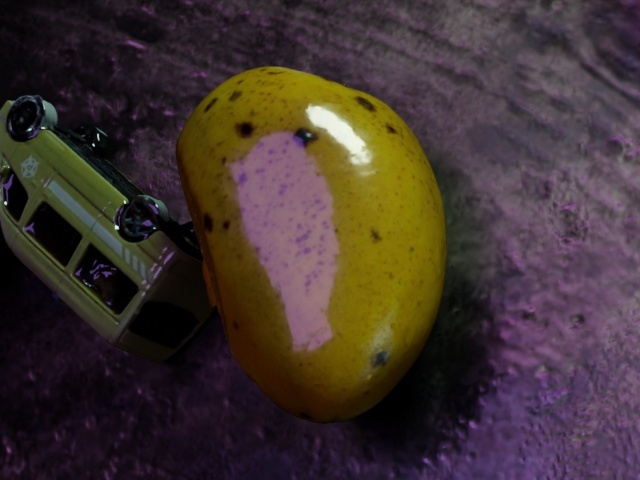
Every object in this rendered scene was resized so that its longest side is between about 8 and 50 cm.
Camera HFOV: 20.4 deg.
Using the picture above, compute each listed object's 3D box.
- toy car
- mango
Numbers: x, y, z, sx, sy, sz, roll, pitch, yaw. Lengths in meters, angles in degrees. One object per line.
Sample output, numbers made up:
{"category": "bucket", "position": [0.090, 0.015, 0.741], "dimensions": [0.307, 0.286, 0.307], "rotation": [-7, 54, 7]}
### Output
{"category": "toy car", "position": [-0.192, -0.012, 1.477], "dimensions": [0.257, 0.101, 0.124], "rotation": [39, 95, 33]}
{"category": "mango", "position": [0.000, 0.000, 1.327], "dimensions": [0.191, 0.160, 0.290], "rotation": [-13, 64, -1]}
